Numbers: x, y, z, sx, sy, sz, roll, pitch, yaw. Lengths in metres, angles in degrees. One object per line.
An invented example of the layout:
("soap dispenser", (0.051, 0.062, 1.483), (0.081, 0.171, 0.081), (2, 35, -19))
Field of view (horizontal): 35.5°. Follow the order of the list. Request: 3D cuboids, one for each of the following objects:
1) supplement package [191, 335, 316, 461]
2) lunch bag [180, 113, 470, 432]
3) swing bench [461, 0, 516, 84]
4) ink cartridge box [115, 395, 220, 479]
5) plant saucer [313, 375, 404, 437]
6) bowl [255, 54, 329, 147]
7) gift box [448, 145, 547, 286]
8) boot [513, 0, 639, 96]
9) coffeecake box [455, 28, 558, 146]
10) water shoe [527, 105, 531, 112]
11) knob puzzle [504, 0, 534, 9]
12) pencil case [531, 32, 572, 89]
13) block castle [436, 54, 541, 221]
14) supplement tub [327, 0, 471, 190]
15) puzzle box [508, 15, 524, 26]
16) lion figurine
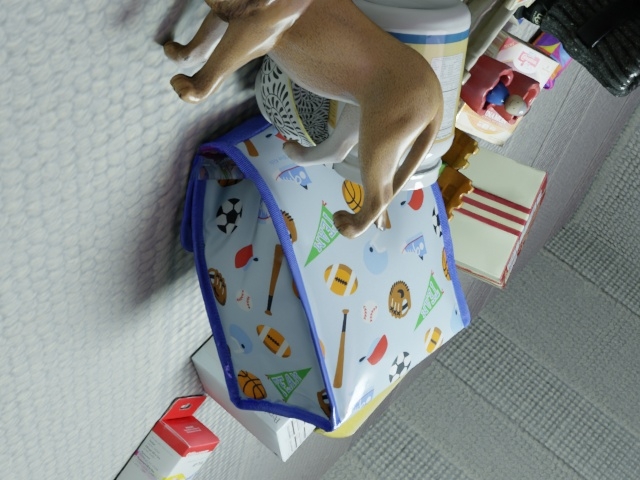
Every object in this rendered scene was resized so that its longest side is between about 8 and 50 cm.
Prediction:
("supplement package", (-0.051, 0.202, 1.729), (0.262, 0.199, 0.198), (-46, 161, -18))
("lunch bag", (0.000, 0.000, 1.341), (0.328, 0.239, 0.385), (-33, 117, -44))
("swing bench", (0.185, -0.367, 1.262), (0.253, 0.165, 0.255), (-53, 168, 4))
("ink cartridge box", (-0.267, 0.387, 1.762), (0.231, 0.078, 0.134), (-54, 163, 6))
("plant saucer", (0.051, 0.250, 1.957), (0.333, 0.081, 0.333), (-45, -156, -20))
("bowl", (-0.025, -0.179, 1.185), (0.170, 0.080, 0.170), (18, 69, -58))
("gift box", (0.268, -0.045, 1.932), (0.276, 0.258, 0.255), (-63, 166, -7))
("boot", (0.484, -0.401, 1.589), (0.348, 0.260, 0.131), (-46, 162, -16))
("coffeecake box", (0.320, -0.281, 1.816), (0.142, 0.068, 0.185), (16, 115, -36))
("water shoe", (0.332, -0.303, 1.916), (0.073, 0.080, 0.203), (-42, 138, 6))
("knob puzzle", (0.319, -0.375, 1.268), (0.213, 0.030, 0.213), (-49, 168, -14))
("pencil case", (0.512, -0.423, 2.075), (0.236, 0.104, 0.104), (-46, 162, -11))
("block castle", (0.170, -0.108, 1.646), (0.453, 0.213, 0.303), (-56, 162, 15))
("supplement tub", (0.083, -0.170, 1.107), (0.144, 0.144, 0.199), (-30, 133, -50))
("puzzle box", (0.346, -0.510, 1.554), (0.272, 0.052, 0.409), (-53, 163, 7))
("lion figurine", (0.007, -0.184, 0.968), (0.240, 0.392, 0.142), (-42, -149, 18))
